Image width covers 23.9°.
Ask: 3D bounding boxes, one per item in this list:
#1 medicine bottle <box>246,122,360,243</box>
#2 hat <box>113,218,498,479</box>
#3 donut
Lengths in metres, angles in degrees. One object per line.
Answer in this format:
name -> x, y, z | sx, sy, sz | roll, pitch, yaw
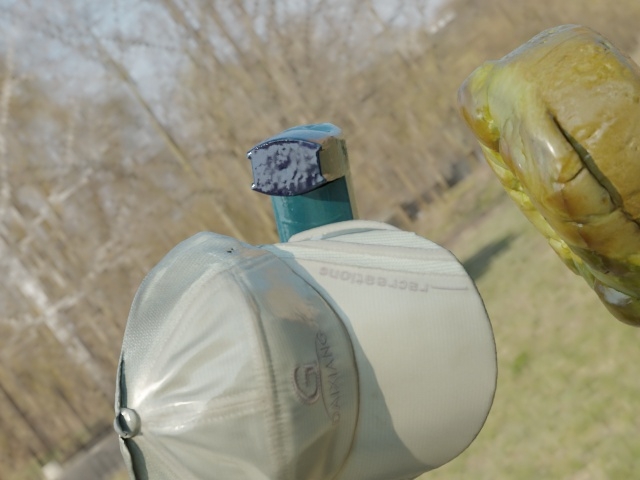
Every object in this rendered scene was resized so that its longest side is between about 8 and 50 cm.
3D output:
medicine bottle -> 0.000, 0.000, 1.454 | 0.079, 0.258, 0.124 | -5, 27, 14
hat -> -0.002, 0.098, 0.980 | 0.226, 0.220, 0.164 | -7, 6, 13
donut -> 0.219, -0.061, 1.226 | 0.128, 0.261, 0.208 | -38, 45, 1
